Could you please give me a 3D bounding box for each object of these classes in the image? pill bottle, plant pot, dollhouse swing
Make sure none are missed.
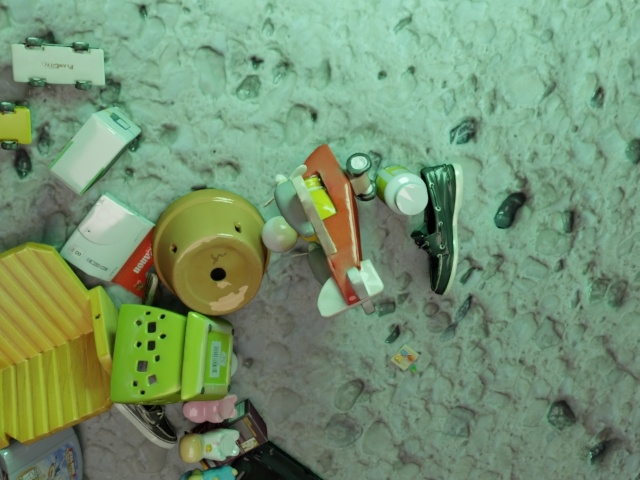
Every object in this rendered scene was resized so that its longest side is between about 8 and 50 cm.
[{"bbox_3d":[0.197,-0.119,1.543,0.103,0.184,0.103,-2,107,-7],"label":"pill bottle"},{"bbox_3d":[-0.250,0.045,1.504,0.291,0.203,0.290,-5,112,-12],"label":"plant pot"},{"bbox_3d":[-0.331,0.272,1.498,0.207,0.227,0.228,-1,77,17],"label":"plant pot"},{"bbox_3d":[-0.670,0.238,1.459,0.347,0.315,0.305,-23,143,-1],"label":"dollhouse swing"}]

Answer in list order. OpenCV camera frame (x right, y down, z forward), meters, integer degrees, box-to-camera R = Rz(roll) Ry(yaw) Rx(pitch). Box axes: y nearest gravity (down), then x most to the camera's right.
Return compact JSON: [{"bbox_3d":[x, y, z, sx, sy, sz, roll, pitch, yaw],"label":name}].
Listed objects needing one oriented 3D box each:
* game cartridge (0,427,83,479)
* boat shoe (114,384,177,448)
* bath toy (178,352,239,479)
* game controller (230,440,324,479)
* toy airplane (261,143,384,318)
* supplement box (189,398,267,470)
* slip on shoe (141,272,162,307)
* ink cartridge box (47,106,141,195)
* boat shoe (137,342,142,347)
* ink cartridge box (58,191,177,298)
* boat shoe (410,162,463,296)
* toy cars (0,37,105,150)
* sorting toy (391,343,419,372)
[{"bbox_3d":[-0.703,0.592,1.628,0.198,0.062,0.297,-26,129,-45],"label":"game cartridge"},{"bbox_3d":[-0.447,0.460,1.682,0.070,0.078,0.219,-41,106,6],"label":"boat shoe"},{"bbox_3d":[-0.292,0.441,1.628,0.151,0.129,0.348,9,80,-49],"label":"bath toy"},{"bbox_3d":[-0.112,0.696,1.805,0.319,0.067,0.166,41,91,-17],"label":"game controller"},{"bbox_3d":[0.000,0.000,1.457,0.273,0.384,0.386,-7,108,9],"label":"toy airplane"},{"bbox_3d":[-0.249,0.527,1.730,0.188,0.081,0.104,-29,108,1],"label":"supplement box"},{"bbox_3d":[-0.410,0.127,1.579,0.041,0.051,0.135,0,139,-26],"label":"slip on shoe"},{"bbox_3d":[-0.488,-0.201,1.403,0.093,0.212,0.154,41,98,-14],"label":"ink cartridge box"},{"bbox_3d":[-0.546,0.298,1.622,0.228,0.068,0.081,-28,109,1],"label":"boat shoe"},{"bbox_3d":[-0.480,0.021,1.556,0.232,0.066,0.189,37,99,-13],"label":"ink cartridge box"},{"bbox_3d":[0.285,-0.026,1.617,0.113,0.127,0.339,1,105,-8],"label":"boat shoe"},{"bbox_3d":[-0.655,-0.326,1.410,0.394,0.087,0.176,-38,120,0],"label":"toy cars"},{"bbox_3d":[0.245,0.333,1.780,0.083,0.012,0.062,38,98,-17],"label":"sorting toy"}]
